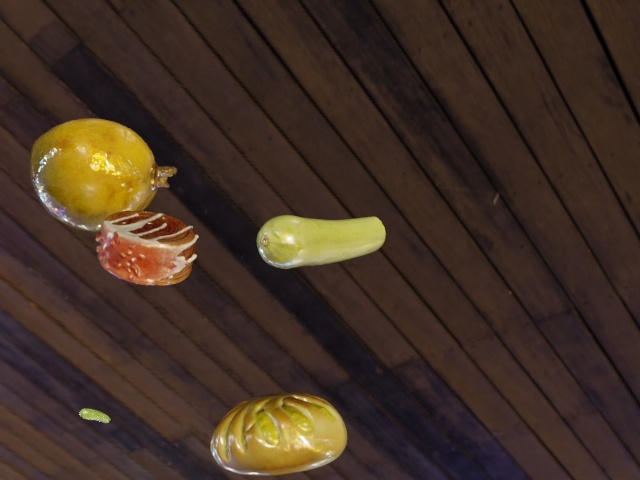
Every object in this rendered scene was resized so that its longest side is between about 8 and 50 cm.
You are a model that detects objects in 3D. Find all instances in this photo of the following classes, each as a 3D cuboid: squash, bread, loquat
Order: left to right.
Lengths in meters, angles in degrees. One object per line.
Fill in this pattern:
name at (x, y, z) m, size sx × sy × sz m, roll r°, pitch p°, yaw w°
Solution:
squash at (-0.563, 0.439, 1.816) m, size 0.027 × 0.027 × 0.089 m, roll -23°, pitch 146°, yaw 30°
loquat at (-0.376, -0.116, 1.274) m, size 0.246 × 0.213 × 0.213 m, roll 1°, pitch 131°, yaw 6°
bread at (-0.275, 0.008, 1.158) m, size 0.160 × 0.160 × 0.073 m, roll 17°, pitch 110°, yaw -1°
bread at (-0.061, 0.272, 1.041) m, size 0.213 × 0.213 × 0.104 m, roll -9°, pitch 86°, yaw 21°
squash at (0.000, 0.000, 1.152) m, size 0.250 × 0.083 × 0.083 m, roll -3°, pitch 150°, yaw -45°
